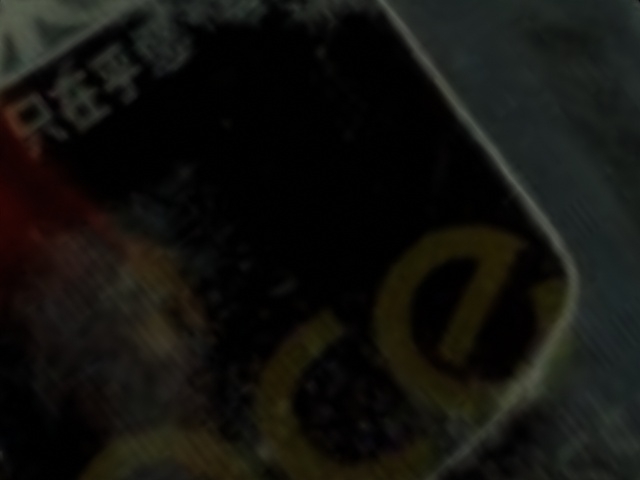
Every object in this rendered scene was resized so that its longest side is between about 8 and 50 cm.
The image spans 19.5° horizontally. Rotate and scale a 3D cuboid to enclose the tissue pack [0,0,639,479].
[{"bbox_3d":[-0.007,0.075,0.382,0.259,0.361,0.122,-31,172,-16],"label":"tissue pack"}]
